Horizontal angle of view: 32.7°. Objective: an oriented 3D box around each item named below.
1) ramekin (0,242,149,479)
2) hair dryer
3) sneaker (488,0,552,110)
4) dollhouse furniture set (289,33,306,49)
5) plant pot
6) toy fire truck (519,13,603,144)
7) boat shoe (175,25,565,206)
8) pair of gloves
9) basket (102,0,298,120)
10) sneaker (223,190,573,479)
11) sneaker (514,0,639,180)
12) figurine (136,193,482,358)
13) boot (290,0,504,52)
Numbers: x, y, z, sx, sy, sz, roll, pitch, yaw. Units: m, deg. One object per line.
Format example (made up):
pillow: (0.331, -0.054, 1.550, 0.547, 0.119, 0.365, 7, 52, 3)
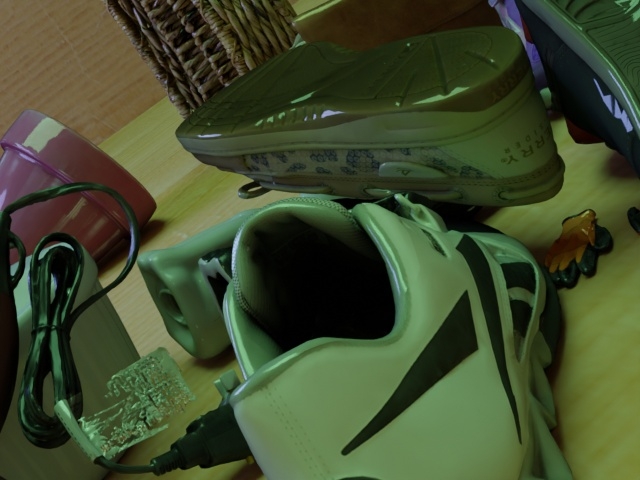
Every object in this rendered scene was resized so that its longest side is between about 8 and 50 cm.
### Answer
ramekin: (-0.244, 0.128, 0.775, 0.273, 0.127, 0.273, -32, 15, 10)
hair dryer: (-0.189, 0.113, 0.610, 0.293, 0.223, 0.080, -32, -29, -21)
sneaker: (0.180, -0.181, 0.872, 0.095, 0.104, 0.236, -28, 18, 16)
dollhouse furniture set: (0.047, -0.208, 1.222, 0.161, 0.101, 0.182, -31, 16, 12)
plant pot: (-0.332, -0.029, 1.332, 0.180, 0.201, 0.201, -56, 21, -12)
toy fire truck: (0.268, -0.180, 0.631, 0.254, 0.169, 0.302, -23, 7, -38)
boat shoe: (0.014, -0.060, 0.654, 0.104, 0.089, 0.285, -45, 29, -25)
pair of gloves: (0.157, -0.006, 0.576, 0.083, 0.010, 0.074, -24, 19, 31)
basket: (-0.144, -0.270, 1.431, 0.223, 0.299, 0.213, -30, 17, 6)
sneaker: (0.029, 0.025, 0.497, 0.122, 0.146, 0.330, -35, 14, 13)
sneaker: (0.170, -0.056, 0.499, 0.083, 0.222, 0.118, -32, -29, 4)
figurine: (0.000, 0.000, 0.764, 0.209, 0.092, 0.215, -32, 13, -23)
boot: (0.097, -0.271, 1.013, 0.280, 0.264, 0.096, -29, 27, 14)
